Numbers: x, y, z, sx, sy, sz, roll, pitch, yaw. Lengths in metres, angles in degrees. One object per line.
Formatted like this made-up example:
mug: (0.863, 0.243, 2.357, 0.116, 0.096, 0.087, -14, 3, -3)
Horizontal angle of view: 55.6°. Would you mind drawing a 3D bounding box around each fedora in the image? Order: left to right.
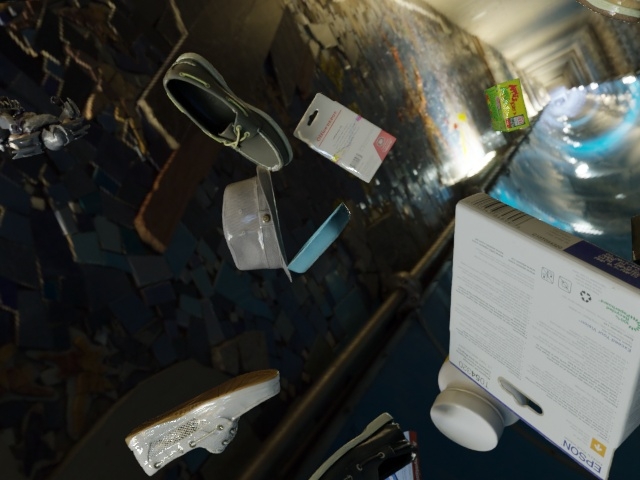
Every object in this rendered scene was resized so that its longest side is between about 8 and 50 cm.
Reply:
fedora: (-0.151, -0.028, 1.368, 0.125, 0.275, 0.243, -11, -169, -4)

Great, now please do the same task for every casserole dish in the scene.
casserole dish: (0.000, 0.000, 1.220, 0.188, 0.037, 0.114, -47, -177, 37)

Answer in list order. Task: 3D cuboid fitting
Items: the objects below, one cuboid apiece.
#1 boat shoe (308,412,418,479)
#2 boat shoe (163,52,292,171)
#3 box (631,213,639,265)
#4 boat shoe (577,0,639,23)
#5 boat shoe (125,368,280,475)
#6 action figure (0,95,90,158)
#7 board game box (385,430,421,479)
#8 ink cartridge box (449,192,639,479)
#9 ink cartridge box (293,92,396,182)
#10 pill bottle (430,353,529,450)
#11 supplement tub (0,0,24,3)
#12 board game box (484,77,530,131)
boat shoe: (0.066, 0.426, 1.062, 0.340, 0.113, 0.127, -15, 137, -56)
boat shoe: (-0.185, -0.240, 1.224, 0.109, 0.305, 0.091, -33, -156, 36)
box: (0.509, -0.001, 0.908, 0.062, 0.052, 0.083, -33, -145, 50)
boat shoe: (0.303, -0.310, 0.675, 0.068, 0.190, 0.072, 3, 132, -27)
boat shoe: (-0.179, 0.303, 1.005, 0.277, 0.096, 0.098, -26, 179, 6)
action figure: (-0.583, -0.232, 1.189, 0.285, 0.099, 0.185, 19, -155, 32)
board game box: (0.144, 0.535, 1.201, 0.027, 0.281, 0.145, 26, 138, -35)
ink cartridge box: (0.330, 0.133, 0.905, 0.072, 0.330, 0.324, -24, -143, -25)
ink cartridge box: (0.053, -0.225, 1.335, 0.115, 0.198, 0.067, -58, 180, 6)
pill bottle: (0.369, 0.270, 1.299, 0.188, 0.188, 0.334, -23, -160, 51)
supplement tub: (-0.325, -0.375, 0.668, 0.338, 0.207, 0.207, -19, 178, -30)
board game box: (0.373, -0.269, 1.222, 0.043, 0.092, 0.181, -14, -172, 10)
